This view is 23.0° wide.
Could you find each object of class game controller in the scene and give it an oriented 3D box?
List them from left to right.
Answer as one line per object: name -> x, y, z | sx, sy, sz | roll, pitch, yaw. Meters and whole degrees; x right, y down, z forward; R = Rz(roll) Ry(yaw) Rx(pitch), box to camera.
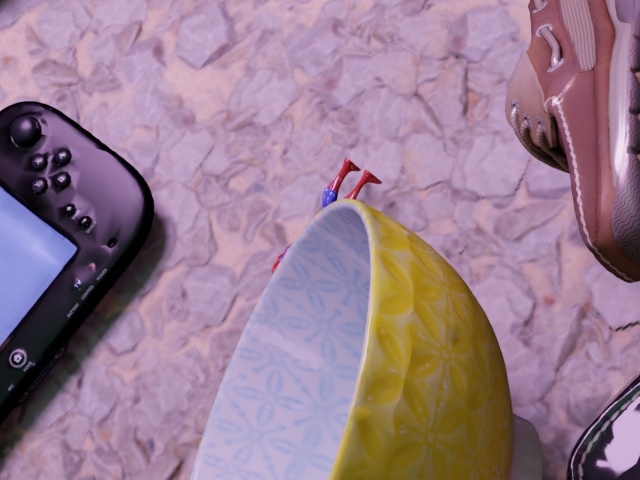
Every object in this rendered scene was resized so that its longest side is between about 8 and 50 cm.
game controller -> -0.262, 0.051, 1.158 | 0.166, 0.067, 0.319 | 36, 85, 31

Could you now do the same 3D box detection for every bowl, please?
bowl -> 0.036, 0.134, 0.926 | 0.156, 0.289, 0.289 | 20, 72, -15

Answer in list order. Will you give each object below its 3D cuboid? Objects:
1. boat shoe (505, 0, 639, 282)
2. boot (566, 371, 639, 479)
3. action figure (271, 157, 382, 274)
boat shoe -> 0.180, -0.084, 0.972 | 0.116, 0.123, 0.324 | -30, 27, 31
boot -> 0.272, 0.027, 0.817 | 0.377, 0.284, 0.138 | -28, 60, 9
action figure -> 0.000, 0.000, 1.093 | 0.038, 0.030, 0.115 | 34, 89, 36
